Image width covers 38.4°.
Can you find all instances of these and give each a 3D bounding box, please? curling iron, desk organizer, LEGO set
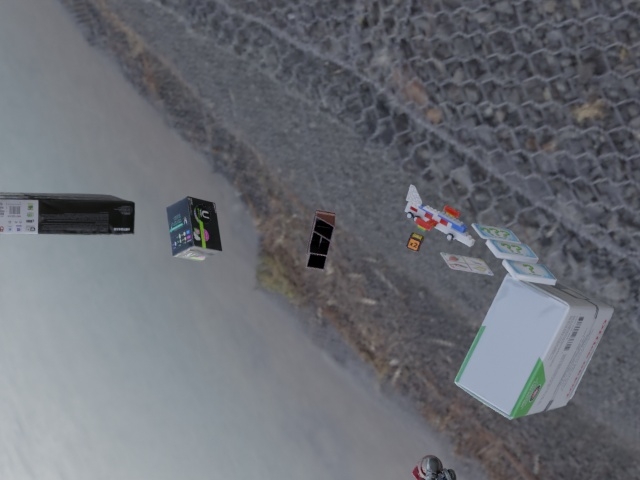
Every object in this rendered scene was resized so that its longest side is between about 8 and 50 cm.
[{"bbox_3d":[0.124,0.276,1.052,0.274,0.035,0.068,86,179,-80],"label":"curling iron"},{"bbox_3d":[0.000,0.000,2.042,0.050,0.047,0.130,-88,8,-52],"label":"desk organizer"},{"bbox_3d":[0.236,-0.009,1.445,0.182,0.244,0.060,-115,39,-58],"label":"LEGO set"}]

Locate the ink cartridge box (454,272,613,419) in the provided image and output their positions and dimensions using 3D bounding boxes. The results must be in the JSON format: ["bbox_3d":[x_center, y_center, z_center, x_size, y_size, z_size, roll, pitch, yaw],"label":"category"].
[{"bbox_3d":[0.376,0.180,1.584,0.122,0.289,0.211,29,100,30],"label":"ink cartridge box"}]

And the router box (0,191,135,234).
[{"bbox_3d":[-0.336,-0.035,1.156,0.133,0.179,0.046,-165,77,-64],"label":"router box"}]

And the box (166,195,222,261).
[{"bbox_3d":[-0.195,-0.017,1.419,0.052,0.062,0.083,-25,67,34],"label":"box"}]
